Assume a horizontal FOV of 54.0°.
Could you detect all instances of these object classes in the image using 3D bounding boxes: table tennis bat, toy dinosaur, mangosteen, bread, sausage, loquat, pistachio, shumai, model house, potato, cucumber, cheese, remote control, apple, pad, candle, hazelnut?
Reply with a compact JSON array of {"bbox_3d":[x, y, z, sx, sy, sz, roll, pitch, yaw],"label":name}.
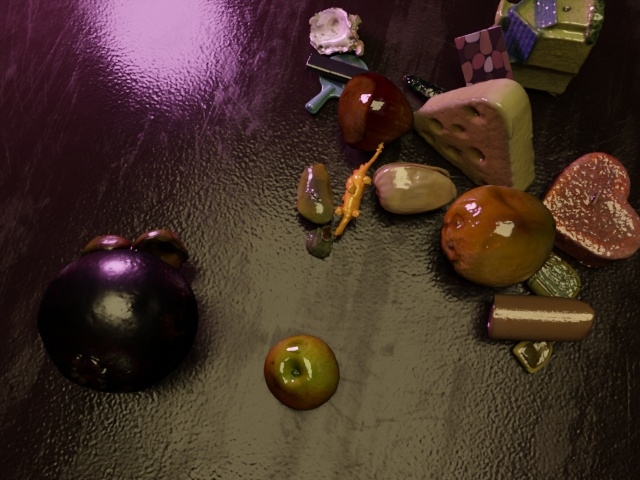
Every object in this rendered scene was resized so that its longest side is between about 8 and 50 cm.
[{"bbox_3d":[0.044,-0.465,1.878,0.149,0.038,0.237,42,75,9],"label":"table tennis bat"},{"bbox_3d":[0.099,-0.142,1.752,0.071,0.117,0.288,23,91,-8],"label":"toy dinosaur"},{"bbox_3d":[-0.477,0.164,1.557,0.383,0.382,0.435,13,42,3],"label":"mangosteen"},{"bbox_3d":[0.632,0.104,1.720,0.156,0.064,0.117,43,77,8],"label":"bread"},{"bbox_3d":[0.571,0.205,1.642,0.253,0.123,0.123,3,75,11],"label":"sausage"},{"bbox_3d":[0.465,-0.009,1.657,0.284,0.276,0.275,-11,74,-27],"label":"loquat"},{"bbox_3d":[0.258,-0.150,1.734,0.230,0.157,0.157,1,75,-9],"label":"pistachio"},{"bbox_3d":[0.000,0.000,1.728,0.082,0.080,0.083,-16,76,-4],"label":"shumai"},{"bbox_3d":[0.615,-0.600,1.790,0.267,0.321,0.261,5,69,2],"label":"model house"},{"bbox_3d":[-0.013,-0.132,1.742,0.105,0.085,0.188,3,65,-3],"label":"potato"},{"bbox_3d":[0.365,-0.410,1.854,0.294,0.067,0.067,36,77,9],"label":"cucumber"},{"bbox_3d":[0.413,-0.298,1.735,0.384,0.384,0.104,42,72,9],"label":"cheese"},{"bbox_3d":[0.077,-0.498,1.864,0.245,0.025,0.063,17,73,1],"label":"remote control"},{"bbox_3d":[-0.047,0.332,1.591,0.196,0.196,0.195,0,75,-1],"label":"apple"},{"bbox_3d":[0.600,0.280,1.687,0.163,0.036,0.086,-35,80,-9],"label":"cheese"},{"bbox_3d":[0.474,-0.478,1.790,0.003,0.158,0.234,-31,110,-35],"label":"pad"},{"bbox_3d":[0.730,-0.090,1.743,0.288,0.131,0.316,-4,74,1],"label":"candle"},{"bbox_3d":[0.157,-0.363,1.772,0.230,0.229,0.229,0,75,-1],"label":"hazelnut"}]

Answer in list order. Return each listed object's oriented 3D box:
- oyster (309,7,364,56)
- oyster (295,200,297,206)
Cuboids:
[{"bbox_3d":[0.058,-0.617,1.903,0.163,0.081,0.191,-38,72,15],"label":"oyster"},{"bbox_3d":[-0.033,-0.117,1.791,0.054,0.019,0.083,33,77,12],"label":"oyster"}]
